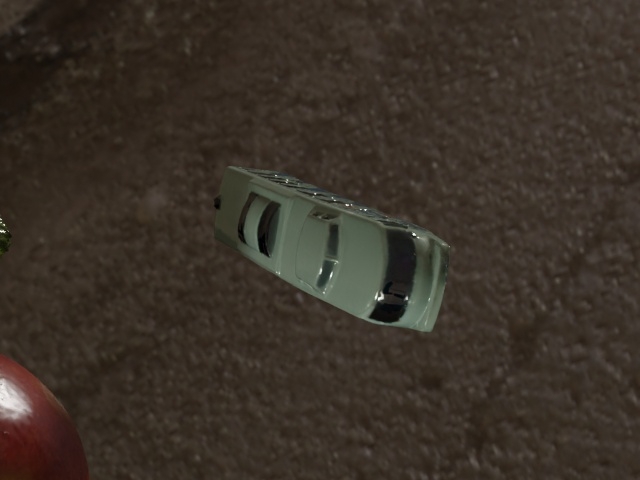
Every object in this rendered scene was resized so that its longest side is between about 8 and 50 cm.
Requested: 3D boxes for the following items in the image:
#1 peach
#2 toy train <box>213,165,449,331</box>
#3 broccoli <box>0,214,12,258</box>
[{"bbox_3d":[-0.163,0.112,0.627,0.118,0.151,0.151,-3,34,-18],"label":"peach"},{"bbox_3d":[0.000,0.000,0.636,0.047,0.043,0.207,8,7,-24],"label":"toy train"},{"bbox_3d":[-0.473,0.064,1.398,0.321,0.283,0.304,-24,5,16],"label":"broccoli"}]
